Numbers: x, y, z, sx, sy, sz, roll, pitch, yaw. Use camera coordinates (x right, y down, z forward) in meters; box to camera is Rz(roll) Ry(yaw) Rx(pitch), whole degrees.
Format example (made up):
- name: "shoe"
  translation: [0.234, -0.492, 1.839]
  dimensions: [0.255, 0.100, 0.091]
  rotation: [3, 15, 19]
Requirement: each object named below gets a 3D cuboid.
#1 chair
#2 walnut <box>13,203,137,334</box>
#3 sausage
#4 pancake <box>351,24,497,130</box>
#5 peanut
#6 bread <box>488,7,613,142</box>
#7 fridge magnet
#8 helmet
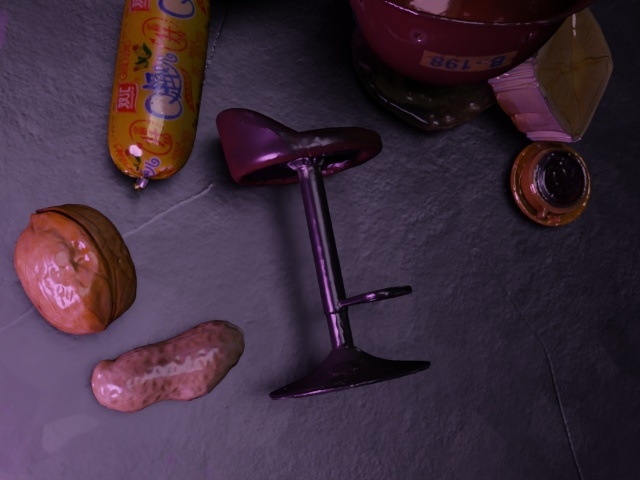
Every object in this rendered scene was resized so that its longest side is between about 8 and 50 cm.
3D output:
- name: "chair"
  translation: [0.000, 0.000, 1.199]
  dimensions: [0.226, 0.226, 0.401]
  rotation: [-11, 84, -18]
- name: "walnut"
  translation: [-0.318, 0.034, 1.144]
  dimensions: [0.144, 0.144, 0.180]
  rotation: [-35, 89, -19]
- name: "sausage"
  translation: [-0.223, -0.239, 1.219]
  dimensions: [0.123, 0.123, 0.347]
  rotation: [8, 80, -16]
- name: "pancake"
  translation: [0.182, -0.307, 1.394]
  dimensions: [0.294, 0.049, 0.295]
  rotation: [4, 77, -17]
- name: "peanut"
  translation: [-0.200, 0.172, 1.180]
  dimensions: [0.214, 0.099, 0.100]
  rotation: [-13, 86, -20]
- name: "bread"
  translation: [0.361, -0.274, 1.386]
  dimensions: [0.192, 0.109, 0.210]
  rotation: [43, 63, -36]
- name: "fridge magnet"
  translation: [0.375, -0.094, 1.412]
  dimensions: [0.143, 0.063, 0.143]
  rotation: [2, 84, -15]
- name: "helmet"
  translation: [0.201, -0.349, 1.251]
  dimensions: [0.384, 0.230, 0.338]
  rotation: [-3, 57, -7]
